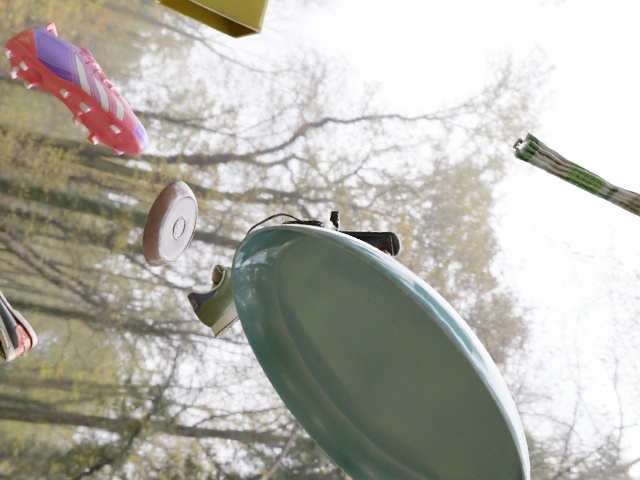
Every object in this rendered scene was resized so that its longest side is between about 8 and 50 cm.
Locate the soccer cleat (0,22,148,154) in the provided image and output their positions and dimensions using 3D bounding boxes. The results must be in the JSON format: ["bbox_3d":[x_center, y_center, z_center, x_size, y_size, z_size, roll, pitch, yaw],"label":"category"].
[{"bbox_3d":[-0.311,-0.206,1.023,0.095,0.248,0.083,-47,164,-29],"label":"soccer cleat"}]

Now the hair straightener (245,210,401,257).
[{"bbox_3d":[0.000,0.000,1.049,0.231,0.047,0.089,2,-143,26],"label":"hair straightener"}]

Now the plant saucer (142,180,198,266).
[{"bbox_3d":[-0.273,-0.027,1.440,0.029,0.168,0.168,17,-88,17],"label":"plant saucer"}]

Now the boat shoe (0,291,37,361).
[{"bbox_3d":[-0.391,0.083,0.900,0.043,0.137,0.049,-38,172,-50],"label":"boat shoe"}]

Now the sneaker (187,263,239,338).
[{"bbox_3d":[-0.125,0.061,1.190,0.192,0.086,0.064,-44,175,-40],"label":"sneaker"}]

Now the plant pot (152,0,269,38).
[{"bbox_3d":[-0.081,-0.222,0.635,0.081,0.082,0.083,26,-85,66],"label":"plant pot"}]

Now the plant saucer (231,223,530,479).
[{"bbox_3d":[0.045,0.114,0.648,0.318,0.044,0.317,34,-35,29],"label":"plant saucer"}]

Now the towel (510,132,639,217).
[{"bbox_3d":[0.232,-0.048,0.643,0.023,0.152,0.113,-64,172,13],"label":"towel"}]
